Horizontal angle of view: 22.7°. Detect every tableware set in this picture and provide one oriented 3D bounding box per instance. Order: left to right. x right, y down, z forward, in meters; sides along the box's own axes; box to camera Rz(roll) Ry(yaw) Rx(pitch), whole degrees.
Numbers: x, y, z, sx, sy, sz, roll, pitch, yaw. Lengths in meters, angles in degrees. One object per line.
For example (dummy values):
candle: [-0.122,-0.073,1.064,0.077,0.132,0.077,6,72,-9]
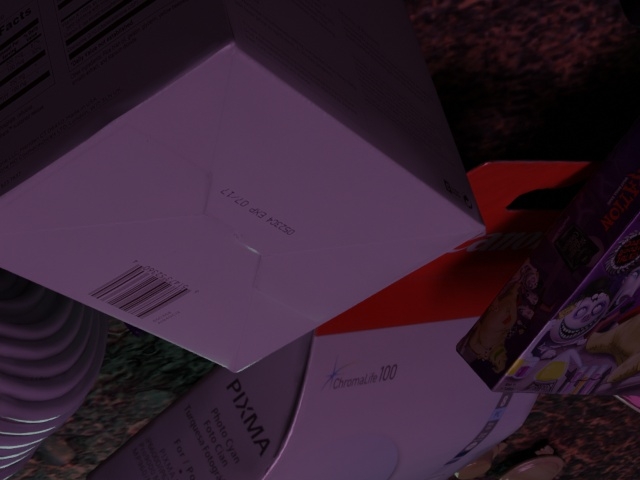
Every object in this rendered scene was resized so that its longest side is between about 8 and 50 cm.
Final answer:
tableware set: [0.133,0.224,1.439,0.169,0.020,0.141,-38,145,28]

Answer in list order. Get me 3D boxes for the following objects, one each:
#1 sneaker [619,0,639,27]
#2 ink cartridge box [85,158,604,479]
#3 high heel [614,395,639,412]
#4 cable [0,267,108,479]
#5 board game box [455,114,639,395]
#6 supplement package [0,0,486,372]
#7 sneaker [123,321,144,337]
sneaker: [0.253,-0.107,0.937,0.090,0.081,0.232,-27,140,20]
ink cartridge box: [0.073,0.086,1.062,0.385,0.091,0.308,-39,158,32]
high heel: [0.333,0.099,1.314,0.244,0.082,0.117,17,107,-25]
cable: [-0.192,-0.011,0.693,0.089,0.257,0.257,-33,145,14]
board game box: [0.263,0.020,1.069,0.347,0.056,0.208,7,123,-47]
supplement package: [-0.060,-0.083,0.697,0.149,0.203,0.194,-30,145,21]
sneaker: [-0.029,-0.041,0.831,0.083,0.098,0.223,32,117,0]
